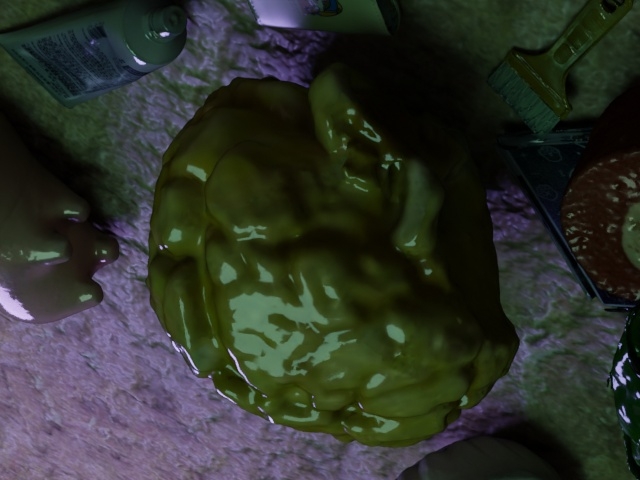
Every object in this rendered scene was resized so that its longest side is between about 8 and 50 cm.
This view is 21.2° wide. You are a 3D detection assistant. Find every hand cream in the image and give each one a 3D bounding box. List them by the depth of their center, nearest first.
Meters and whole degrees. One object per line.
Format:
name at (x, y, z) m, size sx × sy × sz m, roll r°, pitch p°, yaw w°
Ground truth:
hand cream at (-0.241, -0.210, 1.856) m, size 0.124 × 0.077 × 0.341 m, roll 44°, pitch 154°, yaw -24°

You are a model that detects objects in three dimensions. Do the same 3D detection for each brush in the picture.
brush at (0.224, -0.170, 1.552) m, size 0.082 × 0.010 × 0.218 m, roll 46°, pitch 147°, yaw 3°

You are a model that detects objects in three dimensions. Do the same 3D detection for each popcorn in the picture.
popcorn at (0.005, 0.018, 1.685) m, size 0.344 × 0.354 × 0.390 m, roll -126°, pitch 19°, yaw -75°

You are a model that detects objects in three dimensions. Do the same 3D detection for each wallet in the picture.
wallet at (-0.007, -0.245, 1.622) m, size 0.155 × 0.039 × 0.110 m, roll 9°, pitch 146°, yaw 31°

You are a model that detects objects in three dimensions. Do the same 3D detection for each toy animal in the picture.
toy animal at (-0.407, -0.028, 2.122) m, size 0.269 × 0.237 × 0.326 m, roll 4°, pitch 144°, yaw 19°

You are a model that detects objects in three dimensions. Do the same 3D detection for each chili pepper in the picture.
chili pepper at (0.398, 0.177, 1.752) m, size 0.213 × 0.167 × 0.385 m, roll 61°, pitch 180°, yaw 29°

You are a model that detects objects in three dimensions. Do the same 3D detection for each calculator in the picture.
calculator at (0.293, -0.017, 1.714) m, size 0.166 × 0.028 × 0.274 m, roll -2°, pitch 137°, yaw 41°

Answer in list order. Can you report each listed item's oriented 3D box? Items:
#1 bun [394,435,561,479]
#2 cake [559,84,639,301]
bun at (0.176, 0.333, 2.178) m, size 0.175 × 0.263 × 0.263 m, roll 60°, pitch 176°, yaw 46°
cake at (0.345, -0.058, 1.492) m, size 0.283 × 0.151 × 0.177 m, roll -9°, pitch 122°, yaw 39°
